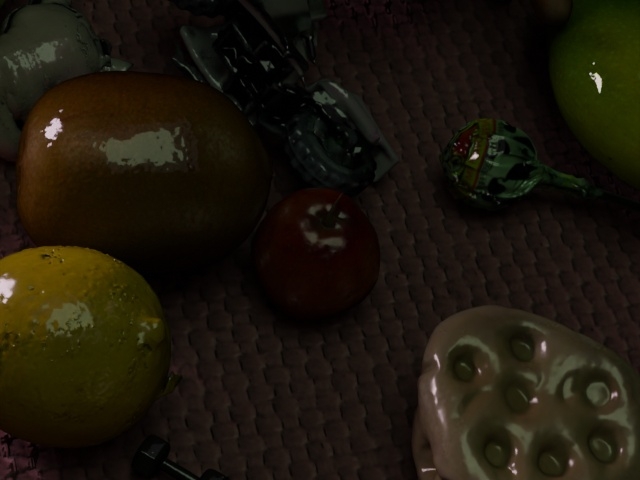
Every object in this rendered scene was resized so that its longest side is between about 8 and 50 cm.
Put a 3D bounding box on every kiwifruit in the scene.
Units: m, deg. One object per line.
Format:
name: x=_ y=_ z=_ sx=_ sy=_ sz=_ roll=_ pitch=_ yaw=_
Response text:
kiwifruit: x=-0.157 y=-0.059 z=1.414 sx=0.234 sy=0.196 sz=0.196 roll=-3 pitch=56 yaw=-17

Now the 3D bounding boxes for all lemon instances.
lemon: x=-0.221 y=0.088 z=1.311 sx=0.206 sy=0.173 sz=0.173 roll=-1 pitch=54 yaw=5

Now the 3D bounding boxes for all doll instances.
doll: x=-0.286 y=-0.169 z=1.524 sx=0.149 sy=0.095 sz=0.192 roll=42 pitch=60 yaw=20

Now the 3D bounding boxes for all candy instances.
candy: x=0.267 y=-0.044 z=1.582 sx=0.305 sy=0.083 sz=0.091 roll=18 pitch=90 yaw=-11

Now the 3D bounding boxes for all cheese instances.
cheese: x=0.176 y=0.170 z=1.371 sx=0.218 sy=0.117 sz=0.235 roll=-34 pitch=69 yaw=-28

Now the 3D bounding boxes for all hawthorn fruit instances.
hawthorn fruit: x=-0.008 y=0.009 z=1.446 sx=0.125 sy=0.140 sz=0.125 roll=-5 pitch=74 yaw=17

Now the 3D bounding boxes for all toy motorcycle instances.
toy motorcycle: x=-0.031 y=-0.188 z=1.564 sx=0.327 sy=0.143 sz=0.188 roll=53 pitch=37 yaw=10

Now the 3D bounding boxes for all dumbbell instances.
dumbbell: x=-0.121 y=0.199 z=1.336 sx=0.083 sy=0.040 sz=0.036 roll=29 pitch=22 yaw=9

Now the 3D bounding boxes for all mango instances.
mango: x=0.321 y=-0.173 z=1.610 sx=0.192 sy=0.156 sz=0.343 roll=9 pitch=35 yaw=-30

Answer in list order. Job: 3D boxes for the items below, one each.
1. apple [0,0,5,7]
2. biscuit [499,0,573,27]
apple: x=-0.437 y=-0.361 z=1.474 sx=0.374 sy=0.374 sz=0.384 roll=4 pitch=54 yaw=-10
biscuit: x=0.227 y=-0.319 z=1.644 sx=0.047 sy=0.164 sz=0.208 roll=7 pitch=16 yaw=-13
